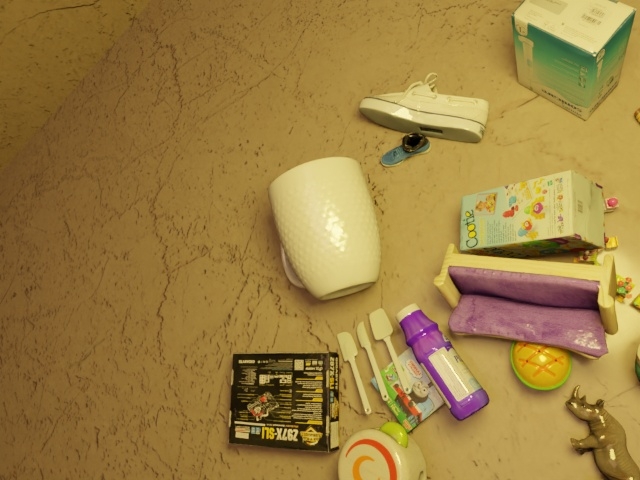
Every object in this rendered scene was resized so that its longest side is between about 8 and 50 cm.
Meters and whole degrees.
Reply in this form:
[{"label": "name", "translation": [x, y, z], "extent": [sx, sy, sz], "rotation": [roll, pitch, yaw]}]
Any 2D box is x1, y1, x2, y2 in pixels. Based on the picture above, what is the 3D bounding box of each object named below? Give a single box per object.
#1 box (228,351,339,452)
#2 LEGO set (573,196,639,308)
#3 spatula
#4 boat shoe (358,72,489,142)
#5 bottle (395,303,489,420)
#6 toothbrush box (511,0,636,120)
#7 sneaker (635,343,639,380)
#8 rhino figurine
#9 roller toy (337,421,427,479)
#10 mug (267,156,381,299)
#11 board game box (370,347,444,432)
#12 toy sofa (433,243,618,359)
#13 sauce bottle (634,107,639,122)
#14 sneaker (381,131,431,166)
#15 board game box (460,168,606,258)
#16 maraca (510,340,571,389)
[{"label": "box", "translation": [-0.106, 0.447, 1.354], "extent": [0.321, 0.079, 0.257], "rotation": [-7, 75, 24]}, {"label": "LEGO set", "translation": [0.653, 0.039, 1.079], "extent": [0.132, 0.107, 0.287], "rotation": [-20, 68, 20]}, {"label": "spatula", "translation": [0.141, 0.317, 1.269], "extent": [0.168, 0.019, 0.242], "rotation": [-32, 51, 17]}, {"label": "boat shoe", "translation": [0.295, -0.394, 1.355], "extent": [0.366, 0.136, 0.157], "rotation": [17, 84, 25]}, {"label": "bottle", "translation": [0.283, 0.283, 1.142], "extent": [0.092, 0.118, 0.283], "rotation": [-38, 62, 10]}, {"label": "toothbrush box", "translation": [0.588, -0.447, 1.136], "extent": [0.126, 0.295, 0.216], "rotation": [-49, 61, 5]}, {"label": "sneaker", "translation": [0.771, 0.196, 0.992], "extent": [0.302, 0.121, 0.108], "rotation": [-32, 48, -7]}, {"label": "rhino figurine", "translation": [0.597, 0.433, 1.020], "extent": [0.106, 0.073, 0.244], "rotation": [-21, 67, 23]}, {"label": "roller toy", "translation": [0.150, 0.557, 1.160], "extent": [0.209, 0.146, 0.191], "rotation": [-30, 60, 26]}, {"label": "mug", "translation": [0.000, 0.000, 1.340], "extent": [0.374, 0.276, 0.328], "rotation": [-33, 68, 48]}, {"label": "board game box", "translation": [0.257, 0.358, 1.223], "extent": [0.211, 0.039, 0.160], "rotation": [-43, 62, 9]}, {"label": "toy sofa", "translation": [0.446, 0.126, 1.057], "extent": [0.362, 0.150, 0.177], "rotation": [5, 61, 37]}, {"label": "sauce bottle", "translation": [0.797, -0.263, 1.128], "extent": [0.042, 0.042, 0.128], "rotation": [-29, 64, 16]}, {"label": "sneaker", "translation": [0.237, -0.264, 1.375], "extent": [0.152, 0.084, 0.058], "rotation": [-15, 70, 22]}, {"label": "board game box", "translation": [0.479, -0.046, 1.103], "extent": [0.275, 0.142, 0.145], "rotation": [-12, 69, 53]}, {"label": "maraca", "translation": [0.504, 0.252, 1.102], "extent": [0.127, 0.099, 0.186], "rotation": [-8, 55, 19]}]
